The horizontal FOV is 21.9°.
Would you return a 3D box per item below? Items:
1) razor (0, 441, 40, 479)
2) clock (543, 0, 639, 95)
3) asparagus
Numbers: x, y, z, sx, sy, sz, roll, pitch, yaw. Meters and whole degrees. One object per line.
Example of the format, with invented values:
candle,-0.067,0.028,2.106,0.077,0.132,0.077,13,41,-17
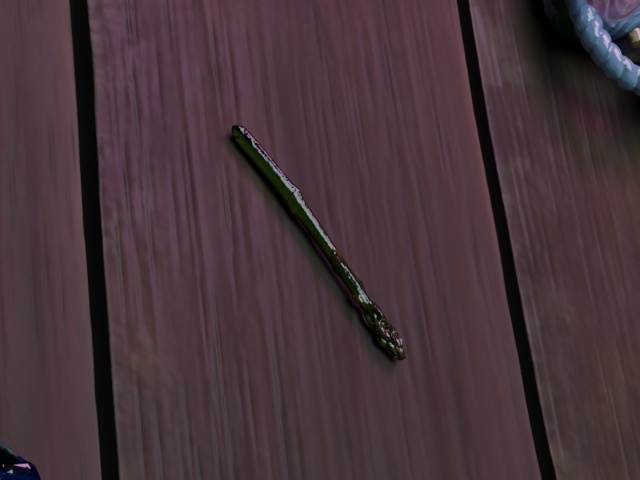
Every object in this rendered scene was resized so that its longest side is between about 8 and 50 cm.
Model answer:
razor,-0.273,0.143,0.660,0.324,0.093,0.056,-15,110,-35
clock,0.243,-0.166,1.148,0.194,0.100,0.195,0,63,-30
asparagus,0.000,0.000,0.945,0.166,0.016,0.013,53,16,3
